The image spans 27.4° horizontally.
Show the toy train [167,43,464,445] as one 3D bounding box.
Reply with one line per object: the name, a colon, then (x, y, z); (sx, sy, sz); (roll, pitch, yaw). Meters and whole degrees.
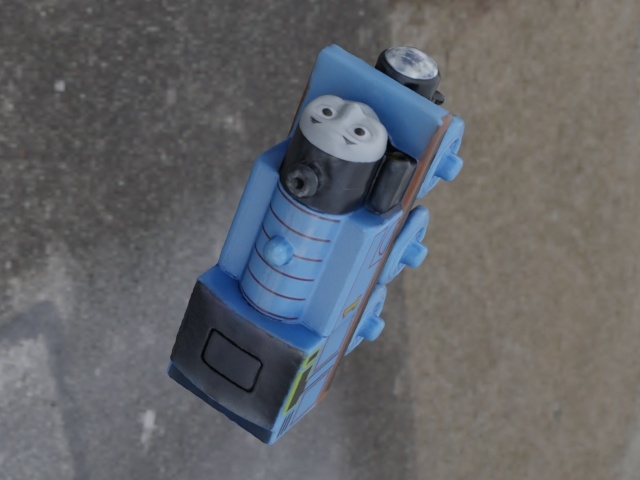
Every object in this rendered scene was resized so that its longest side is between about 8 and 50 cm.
toy train: (0.000, 0.000, 0.588); (0.105, 0.080, 0.184); (-40, 158, -53)
